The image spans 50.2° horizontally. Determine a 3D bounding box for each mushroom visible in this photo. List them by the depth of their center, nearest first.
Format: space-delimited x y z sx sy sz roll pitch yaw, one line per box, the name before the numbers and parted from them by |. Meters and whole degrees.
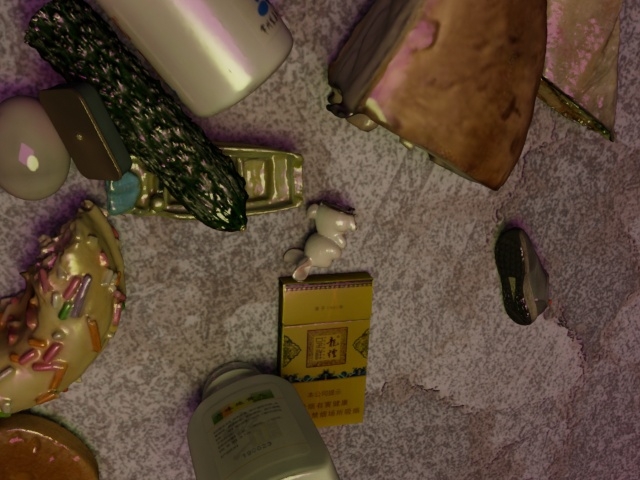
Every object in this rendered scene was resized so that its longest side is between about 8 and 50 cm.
mushroom | 0.218 -0.292 0.933 0.314 0.224 0.397 24 100 -21

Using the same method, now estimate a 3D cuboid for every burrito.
burrito | 0.378 -0.320 1.040 0.175 0.107 0.347 -3 109 0

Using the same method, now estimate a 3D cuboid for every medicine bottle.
medicine bottle | -0.179 -0.307 0.832 0.170 0.170 0.293 -41 116 1
medicine bottle | -0.096 0.298 0.998 0.179 0.324 0.124 -25 115 -10

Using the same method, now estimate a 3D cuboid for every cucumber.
cucumber | -0.212 -0.150 0.861 0.096 0.096 0.359 -43 96 2

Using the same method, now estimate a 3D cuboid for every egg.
egg | -0.376 -0.118 0.878 0.103 0.103 0.134 -9 106 -14

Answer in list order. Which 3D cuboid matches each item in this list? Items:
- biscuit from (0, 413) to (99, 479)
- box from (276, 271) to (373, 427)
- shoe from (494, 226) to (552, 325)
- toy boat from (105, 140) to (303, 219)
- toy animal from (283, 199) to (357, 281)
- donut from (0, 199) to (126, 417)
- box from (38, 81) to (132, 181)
biscuit | -0.500 0.432 1.071 0.344 0.057 0.287 -38 116 -1
box | 0.004 0.189 1.148 0.153 0.041 0.278 -3 111 -15
shoe | 0.361 0.055 1.196 0.077 0.074 0.194 -25 118 -20
toy boat | -0.163 -0.086 0.972 0.277 0.084 0.111 -5 108 -19
toy animal | 0.006 0.002 1.059 0.085 0.071 0.124 15 105 -22
donut | -0.451 0.098 0.910 0.371 0.150 0.307 0 110 -18
box | -0.286 -0.134 0.839 0.031 0.091 0.126 -46 128 -37
